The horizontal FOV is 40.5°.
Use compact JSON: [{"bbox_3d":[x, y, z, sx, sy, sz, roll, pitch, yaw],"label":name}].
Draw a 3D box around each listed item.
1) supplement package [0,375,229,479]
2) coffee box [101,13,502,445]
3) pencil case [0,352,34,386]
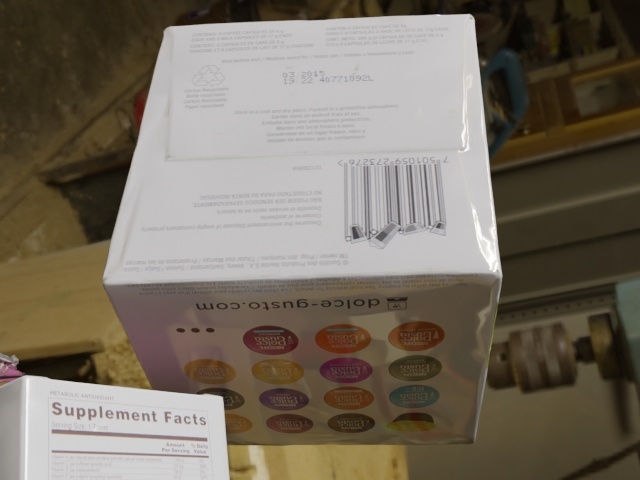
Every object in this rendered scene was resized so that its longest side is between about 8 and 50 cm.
[{"bbox_3d":[-0.134,0.211,0.463,0.139,0.133,0.244,18,57,-45],"label":"supplement package"},{"bbox_3d":[0.000,0.000,0.936,0.334,0.337,0.338,84,7,-52],"label":"coffee box"},{"bbox_3d":[-0.286,0.208,0.834,0.160,0.386,0.167,0,96,-46],"label":"pencil case"}]
